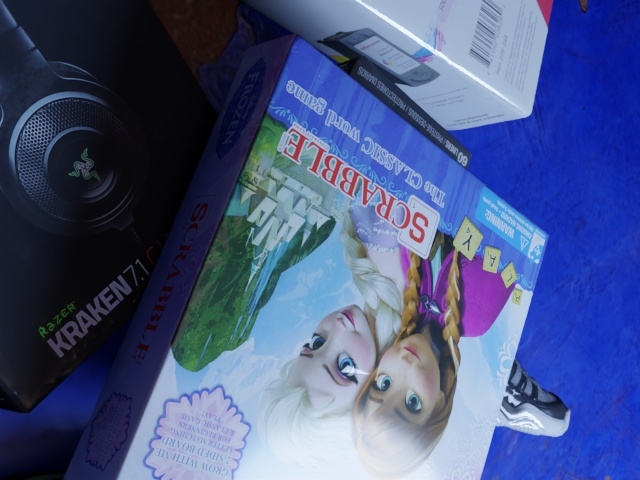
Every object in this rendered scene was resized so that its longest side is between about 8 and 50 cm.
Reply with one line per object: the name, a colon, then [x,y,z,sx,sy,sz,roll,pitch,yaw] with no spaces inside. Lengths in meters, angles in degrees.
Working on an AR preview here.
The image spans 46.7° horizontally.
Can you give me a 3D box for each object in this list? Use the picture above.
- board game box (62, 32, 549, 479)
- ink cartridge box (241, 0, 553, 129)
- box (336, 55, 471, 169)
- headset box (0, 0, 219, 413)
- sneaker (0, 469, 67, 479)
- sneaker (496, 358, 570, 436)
board game box: [0.024,0.071,0.555,0.318,0.066,0.318,30,73,-35]
ink cartridge box: [0.098,-0.279,0.758,0.306,0.131,0.226,24,76,-33]
box: [0.000,0.000,0.670,0.165,0.143,0.270,32,71,-32]
headset box: [-0.216,-0.077,0.492,0.246,0.131,0.283,-48,118,-37]
sneaker: [-0.148,0.217,0.580,0.234,0.097,0.084,-4,92,-38]
sneaker: [0.203,0.133,0.848,0.268,0.101,0.153,19,80,-33]
